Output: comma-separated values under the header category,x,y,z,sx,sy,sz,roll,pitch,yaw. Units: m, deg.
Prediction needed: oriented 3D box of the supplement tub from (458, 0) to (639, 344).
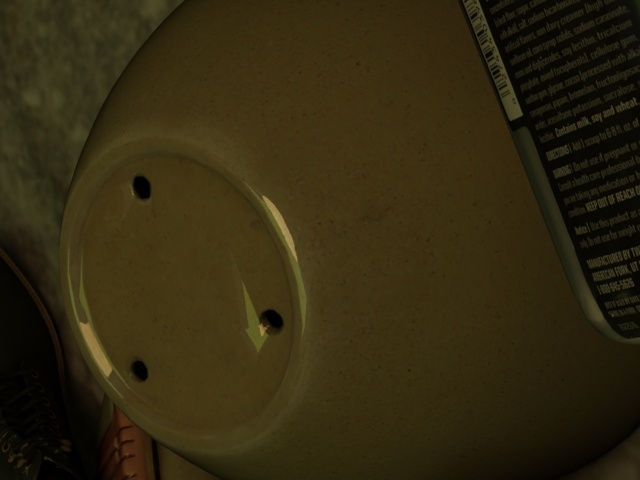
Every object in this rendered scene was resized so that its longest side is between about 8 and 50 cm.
category,x,y,z,sx,sy,sz,roll,pitch,yaw
supplement tub,0.131,-0.138,0.640,0.194,0.194,0.316,-21,89,39

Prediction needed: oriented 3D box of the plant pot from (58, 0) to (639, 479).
category,x,y,z,sx,sy,sz,roll,pitch,yaw
plant pot,0.000,0.000,0.782,0.284,0.191,0.284,11,109,35

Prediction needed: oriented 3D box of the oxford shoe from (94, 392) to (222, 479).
category,x,y,z,sx,sy,sz,roll,pitch,yaw
oxford shoe,-0.018,0.247,0.924,0.140,0.147,0.397,121,133,-65

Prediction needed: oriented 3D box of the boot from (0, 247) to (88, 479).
category,x,y,z,sx,sy,sz,roll,pitch,yaw
boot,-0.159,0.087,0.964,0.197,0.077,0.137,70,163,-4
